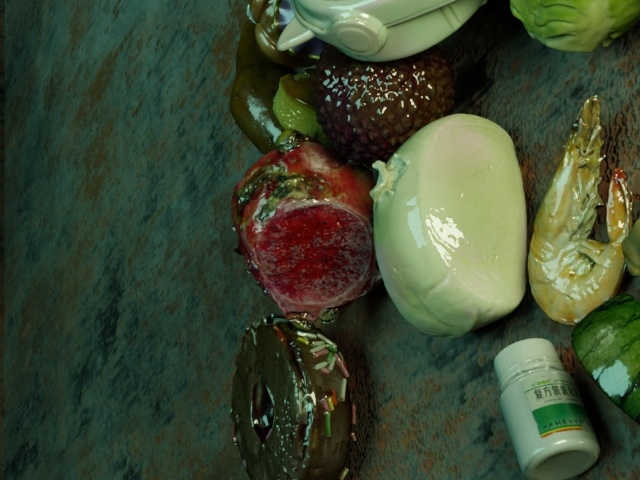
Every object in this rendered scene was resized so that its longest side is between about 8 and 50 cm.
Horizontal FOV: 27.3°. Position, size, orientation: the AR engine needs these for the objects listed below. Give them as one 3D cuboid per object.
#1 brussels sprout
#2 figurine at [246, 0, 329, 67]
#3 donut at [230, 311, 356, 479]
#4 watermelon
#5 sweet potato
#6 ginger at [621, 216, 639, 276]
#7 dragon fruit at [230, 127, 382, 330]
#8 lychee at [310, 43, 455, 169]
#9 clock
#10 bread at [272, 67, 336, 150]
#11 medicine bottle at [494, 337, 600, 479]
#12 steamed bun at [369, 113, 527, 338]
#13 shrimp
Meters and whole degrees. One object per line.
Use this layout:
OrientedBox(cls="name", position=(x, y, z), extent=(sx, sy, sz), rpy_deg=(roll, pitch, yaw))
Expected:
OrientedBox(cls="brussels sprout", position=(0.262, -0.276, 1.291), extent=(0.161, 0.144, 0.180), rpy_deg=(10, 117, 29))
OrientedBox(cls="figurine", position=(-0.010, -0.313, 1.758), extent=(0.263, 0.190, 0.142), rpy_deg=(-67, -35, -68))
OrientedBox(cls="donut", position=(-0.039, 0.229, 1.773), extent=(0.270, 0.103, 0.269), rpy_deg=(-179, 90, -65))
OrientedBox(cls="watermelon", position=(0.293, 0.105, 1.199), extent=(0.075, 0.092, 0.181), rpy_deg=(-52, 35, 24))
OrientedBox(cls="sweet potato", position=(-0.083, -0.210, 2.000), extent=(0.112, 0.112, 0.359), rpy_deg=(-65, 34, 31))
OrientedBox(cls="ginger", position=(0.337, 0.033, 1.141), extent=(0.213, 0.074, 0.137), rpy_deg=(-121, 34, -45))
OrientedBox(cls="dragon fruit", position=(0.000, 0.000, 1.692), extent=(0.147, 0.211, 0.282), rpy_deg=(-123, 21, -61))
OrientedBox(cls="lychee", position=(0.075, -0.167, 1.602), extent=(0.188, 0.188, 0.188), rpy_deg=(-27, 60, 59))
OrientedBox(cls="clock", position=(0.090, -0.321, 1.500), extent=(0.324, 0.108, 0.265), rpy_deg=(-24, 46, 20))
OrientedBox(cls="bread", position=(0.023, -0.176, 1.749), extent=(0.125, 0.156, 0.086), rpy_deg=(42, 128, 27))
OrientedBox(cls="medicine bottle", position=(0.222, 0.168, 1.317), extent=(0.080, 0.080, 0.130), rpy_deg=(-56, 37, 42))
OrientedBox(cls="steamed bun", position=(0.129, -0.016, 1.471), extent=(0.170, 0.153, 0.238), rpy_deg=(-34, 51, 57))
OrientedBox(cls="shrimp", position=(0.265, -0.026, 1.315), extent=(0.133, 0.053, 0.236), rpy_deg=(-144, 61, -63))
